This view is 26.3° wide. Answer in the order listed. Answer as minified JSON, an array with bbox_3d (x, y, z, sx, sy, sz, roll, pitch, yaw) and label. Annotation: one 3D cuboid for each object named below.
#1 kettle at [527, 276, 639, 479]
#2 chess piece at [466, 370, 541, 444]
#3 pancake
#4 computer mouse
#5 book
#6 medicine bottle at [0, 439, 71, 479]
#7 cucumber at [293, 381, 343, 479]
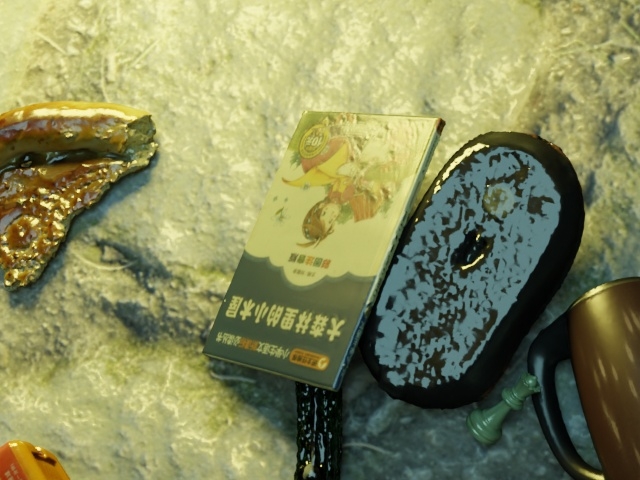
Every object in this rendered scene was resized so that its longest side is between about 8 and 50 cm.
[{"bbox_3d":[0.319,0.163,1.404,0.202,0.144,0.232,-38,55,34],"label":"kettle"},{"bbox_3d":[0.197,0.173,1.448,0.093,0.042,0.042,-50,64,27],"label":"chess piece"},{"bbox_3d":[-0.339,-0.058,1.682,0.266,0.057,0.244,2,73,15],"label":"pancake"},{"bbox_3d":[0.164,0.034,1.484,0.183,0.116,0.323,33,90,25],"label":"computer mouse"},{"bbox_3d":[0.000,0.000,1.536,0.228,0.018,0.322,8,71,48],"label":"book"},{"bbox_3d":[-0.373,0.343,1.525,0.222,0.112,0.149,-36,67,1],"label":"medicine bottle"},{"bbox_3d":[-0.004,0.181,1.512,0.058,0.058,0.187,-7,71,13],"label":"cucumber"}]
